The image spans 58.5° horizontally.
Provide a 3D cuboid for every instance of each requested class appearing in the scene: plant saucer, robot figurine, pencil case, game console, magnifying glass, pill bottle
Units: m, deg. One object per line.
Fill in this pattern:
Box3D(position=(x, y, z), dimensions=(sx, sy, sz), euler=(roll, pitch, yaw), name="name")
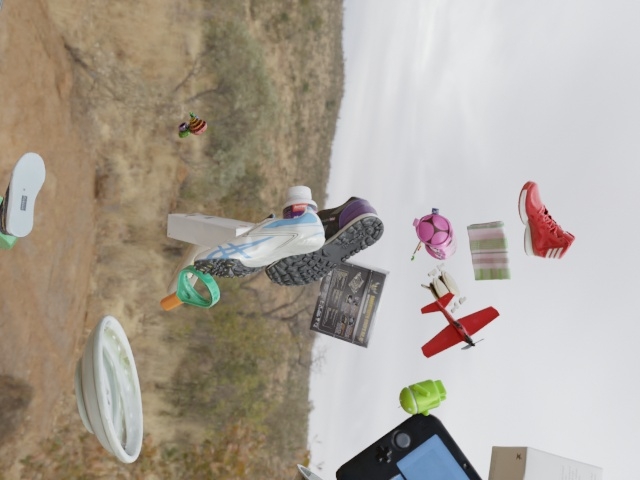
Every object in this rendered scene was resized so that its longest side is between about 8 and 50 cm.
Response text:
Box3D(position=(-0.583, 0.406, 1.553), dimensions=(0.400, 0.101, 0.400), euler=(169, -90, -82), name="plant saucer")
Box3D(position=(0.237, 0.367, 1.342), dimensions=(0.101, 0.115, 0.067), euler=(81, -8, -47), name="robot figurine")
Box3D(position=(0.297, -0.009, 1.463), dimensions=(0.209, 0.098, 0.095), euler=(40, 66, -68), name="pencil case")
Box3D(position=(0.278, 0.716, 1.581), dimensions=(0.386, 0.342, 0.060), euler=(54, -9, 22), name="game console")
Box3D(position=(-0.275, 0.109, 1.165), dimensions=(0.026, 0.092, 0.231), euler=(-42, -170, -37), name="magnifying glass")
Box3D(position=(-0.059, -0.061, 1.720), dimensions=(0.108, 0.108, 0.193), euler=(104, -20, -69), name="pill bottle")

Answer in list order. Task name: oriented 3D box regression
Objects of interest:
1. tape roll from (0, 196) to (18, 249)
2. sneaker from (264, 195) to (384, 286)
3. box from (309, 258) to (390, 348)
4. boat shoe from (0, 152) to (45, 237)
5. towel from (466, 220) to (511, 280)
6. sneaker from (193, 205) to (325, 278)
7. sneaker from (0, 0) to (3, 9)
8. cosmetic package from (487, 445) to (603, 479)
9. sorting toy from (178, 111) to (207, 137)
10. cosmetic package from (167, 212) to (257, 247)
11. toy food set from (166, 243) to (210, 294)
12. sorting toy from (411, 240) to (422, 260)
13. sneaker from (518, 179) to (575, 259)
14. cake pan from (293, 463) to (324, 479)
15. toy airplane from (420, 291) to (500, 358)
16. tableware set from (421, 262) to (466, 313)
Box3D(position=(-0.896, -0.093, 1.409), dimensions=(0.321, 0.321, 0.077), euler=(103, 11, -66), name="tape roll")
Box3D(position=(0.000, 0.000, 1.303), dimensions=(0.107, 0.283, 0.124), euler=(61, 3, -42), name="sneaker")
Box3D(position=(0.084, 0.175, 1.662), dimensions=(0.056, 0.183, 0.231), euler=(-20, 125, -74), name="box")
Box3D(position=(-0.650, -0.098, 1.224), dimensions=(0.065, 0.083, 0.183), euler=(18, 77, -49), name="boat shoe")
Box3D(position=(0.435, 0.029, 1.482), dimensions=(0.113, 0.023, 0.152), euler=(-7, -90, 53), name="towel")
Box3D(position=(-0.111, 0.005, 1.017), dimensions=(0.085, 0.237, 0.086), euler=(79, -6, -64), name="sneaker")
Box3D(position=(-0.568, -0.353, 0.843), dimensions=(0.139, 0.125, 0.341), euler=(44, 6, -42), name="sneaker")
Box3D(position=(0.472, 0.537, 1.219), dimensions=(0.151, 0.184, 0.151), euler=(123, -16, -68), name="cosmetic package")
Box3D(position=(-0.342, -0.306, 1.500), dimensions=(0.042, 0.102, 0.061), euler=(56, 48, -38), name="sorting toy")
Box3D(position=(-0.240, -0.021, 1.311), dimensions=(0.099, 0.239, 0.060), euler=(-9, 107, -51), name="cosmetic package")
Box3D(position=(-0.393, 0.062, 1.836), dimensions=(0.219, 0.092, 0.306), euler=(-61, -168, 3), name="toy food set")
Box3D(position=(0.312, 0.027, 1.821), dimensions=(0.083, 0.012, 0.062), euler=(-66, 166, 22), name="sorting toy")
Box3D(position=(0.588, -0.050, 1.463), dimensions=(0.087, 0.128, 0.221), euler=(-40, 124, -32), name="sneaker")
Box3D(position=(0.044, 0.645, 1.351), dimensions=(0.054, 0.293, 0.293), euler=(-52, 175, -13), name="cake pan")
Box3D(position=(0.231, 0.139, 0.994), dimensions=(0.151, 0.151, 0.028), euler=(-87, 153, -56), name="toy airplane")
Box3D(position=(0.339, 0.136, 1.588), dimensions=(0.128, 0.039, 0.194), euler=(59, 25, 7), name="tableware set")
